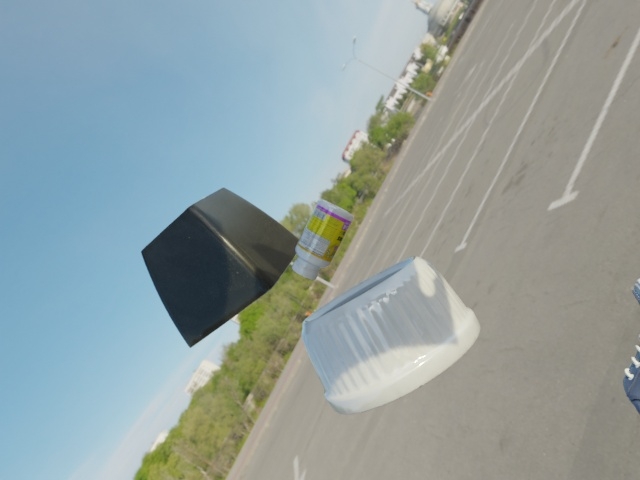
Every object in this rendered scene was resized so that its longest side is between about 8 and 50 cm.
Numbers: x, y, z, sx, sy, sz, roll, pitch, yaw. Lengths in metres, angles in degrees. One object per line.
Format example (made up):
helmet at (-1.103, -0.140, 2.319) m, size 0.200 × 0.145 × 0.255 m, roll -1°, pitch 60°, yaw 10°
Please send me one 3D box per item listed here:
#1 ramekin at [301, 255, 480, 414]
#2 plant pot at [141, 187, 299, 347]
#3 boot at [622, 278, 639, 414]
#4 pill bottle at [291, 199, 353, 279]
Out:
ramekin at (0.075, 0.105, 0.544) m, size 0.207 × 0.108 × 0.207 m, roll -31°, pitch -3°, yaw -2°
plant pot at (-0.169, 0.025, 0.725) m, size 0.188 × 0.167 × 0.187 m, roll -38°, pitch 8°, yaw 22°
boot at (0.361, 0.126, 0.478) m, size 0.086 × 0.069 × 0.189 m, roll -34°, pitch 31°, yaw 29°
pill bottle at (0.000, 0.000, 0.489) m, size 0.083 × 0.044 × 0.043 m, roll -63°, pitch -1°, yaw 8°
